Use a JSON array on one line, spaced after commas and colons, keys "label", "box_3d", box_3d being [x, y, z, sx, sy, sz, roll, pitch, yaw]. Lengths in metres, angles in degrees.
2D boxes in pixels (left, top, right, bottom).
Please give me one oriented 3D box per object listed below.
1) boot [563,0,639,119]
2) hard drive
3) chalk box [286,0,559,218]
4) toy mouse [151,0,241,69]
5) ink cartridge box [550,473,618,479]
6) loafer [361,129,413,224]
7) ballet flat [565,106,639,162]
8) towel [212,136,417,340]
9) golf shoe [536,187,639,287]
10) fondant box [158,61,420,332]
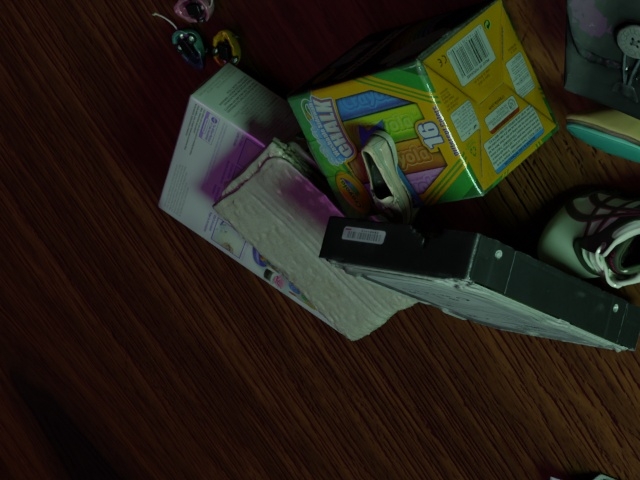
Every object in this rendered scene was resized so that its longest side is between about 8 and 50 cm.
[{"label": "boot", "box_3d": [0.456, -0.216, 1.393, 0.445, 0.146, 0.367, 33, 137, 26]}, {"label": "hard drive", "box_3d": [0.193, 0.054, 1.729, 0.237, 0.064, 0.339, 8, 171, 45]}, {"label": "chalk box", "box_3d": [0.097, -0.147, 1.745, 0.289, 0.180, 0.179, -10, 114, 48]}, {"label": "toy mouse", "box_3d": [-0.165, -0.289, 1.991, 0.143, 0.031, 0.161, 25, 138, 26]}, {"label": "ink cartridge box", "box_3d": [0.419, 0.420, 2.009, 0.208, 0.045, 0.206, 17, 132, 32]}, {"label": "loafer", "box_3d": [0.071, -0.063, 1.663, 0.045, 0.039, 0.125, 9, 127, 38]}, {"label": "ballet flat", "box_3d": [0.382, -0.107, 1.599, 0.232, 0.073, 0.080, 27, 175, 23]}, {"label": "towel", "box_3d": [0.000, 0.000, 1.903, 0.282, 0.049, 0.187, 45, 141, -6]}, {"label": "golf shoe", "box_3d": [0.336, 0.000, 1.687, 0.273, 0.120, 0.105, -22, 106, 51]}, {"label": "fondant box", "box_3d": [-0.047, -0.055, 2.000, 0.330, 0.096, 0.238, 35, 140, 9]}]
